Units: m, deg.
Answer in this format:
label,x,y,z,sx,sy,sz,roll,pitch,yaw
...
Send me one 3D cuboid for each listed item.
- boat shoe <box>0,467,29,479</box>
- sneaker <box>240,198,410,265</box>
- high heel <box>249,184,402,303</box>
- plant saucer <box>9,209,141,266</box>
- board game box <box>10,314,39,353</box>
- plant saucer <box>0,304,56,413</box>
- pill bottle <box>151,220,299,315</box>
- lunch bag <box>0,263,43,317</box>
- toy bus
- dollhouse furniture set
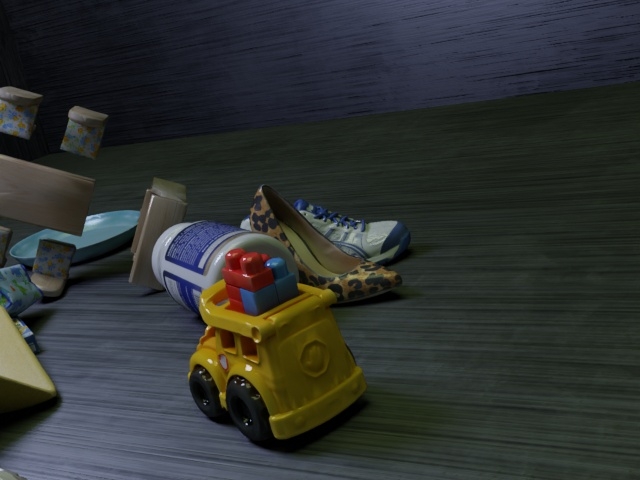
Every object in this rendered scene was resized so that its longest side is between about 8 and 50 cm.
label,x,y,z,sx,sy,sz,roll,pitch,yaw
boat shoe,-0.381,0.298,0.733,0.356,0.132,0.130,-14,25,24
sneaker,0.005,-0.010,1.394,0.297,0.130,0.112,-11,15,1
high heel,0.000,0.000,1.265,0.261,0.186,0.093,0,21,36
plant saucer,-0.570,-0.001,1.923,0.318,0.043,0.317,-12,17,4
board game box,-0.581,0.189,1.334,0.201,0.035,0.136,-21,19,-27
plant saucer,-0.577,0.130,1.140,0.333,0.081,0.333,30,-1,-40
pill bottle,-0.161,0.048,1.284,0.153,0.153,0.265,-22,20,-29
lunch bag,-0.601,0.115,1.454,0.151,0.096,0.129,-38,-3,9
toy bus,-0.076,0.104,0.955,0.150,0.211,0.220,-26,20,-34
dollhouse furniture set,-0.469,-0.061,1.551,0.395,0.361,0.256,15,10,-14
